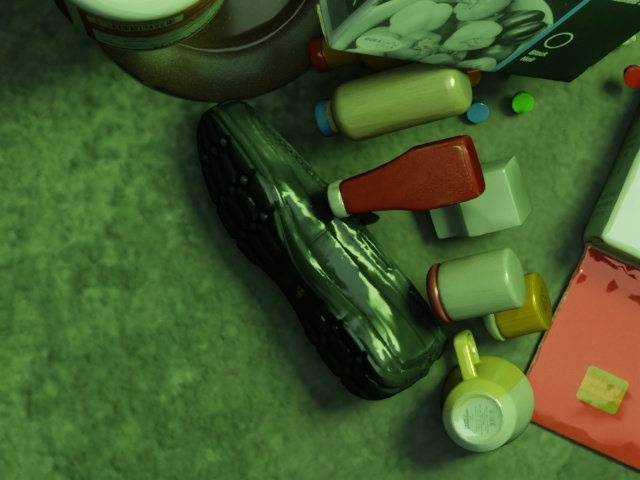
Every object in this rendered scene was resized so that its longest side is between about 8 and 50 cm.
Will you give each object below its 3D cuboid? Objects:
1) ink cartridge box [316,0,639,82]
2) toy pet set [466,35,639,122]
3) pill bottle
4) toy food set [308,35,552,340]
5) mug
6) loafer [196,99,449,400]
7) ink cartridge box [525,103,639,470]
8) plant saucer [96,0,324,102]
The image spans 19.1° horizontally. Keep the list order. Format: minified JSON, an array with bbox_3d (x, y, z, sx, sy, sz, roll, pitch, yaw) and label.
[{"bbox_3d":[0.138,-0.169,1.106,0.206,0.208,0.045,4,59,-38],"label":"ink cartridge box"},{"bbox_3d":[0.146,-0.153,1.272,0.122,0.065,0.114,-11,122,3],"label":"toy pet set"},{"bbox_3d":[-0.108,-0.177,1.127,0.121,0.216,0.121,0,89,-5],"label":"pill bottle"},{"bbox_3d":[0.065,-0.034,1.226,0.105,0.111,0.232,-14,102,20],"label":"toy food set"},{"bbox_3d":[0.100,0.105,1.243,0.078,0.064,0.062,42,101,4],"label":"mug"},{"bbox_3d":[0.000,0.000,1.246,0.078,0.076,0.223,-34,87,-34],"label":"loafer"},{"bbox_3d":[0.313,0.056,1.265,0.296,0.066,0.261,24,86,-3],"label":"ink cartridge box"},{"bbox_3d":[-0.069,-0.191,1.257,0.199,0.036,0.198,0,90,-5],"label":"plant saucer"}]
